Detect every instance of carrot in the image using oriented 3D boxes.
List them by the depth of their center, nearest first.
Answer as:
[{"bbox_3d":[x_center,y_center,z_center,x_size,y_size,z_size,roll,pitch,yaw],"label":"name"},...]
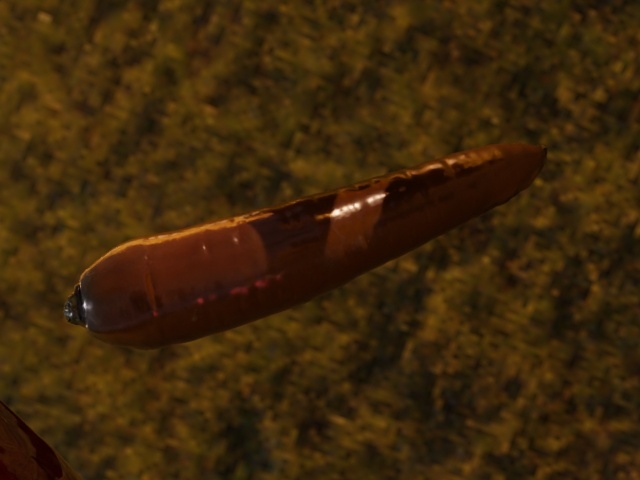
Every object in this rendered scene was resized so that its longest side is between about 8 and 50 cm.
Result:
[{"bbox_3d":[0.001,0.000,0.966,0.066,0.271,0.062,90,160,-64],"label":"carrot"}]

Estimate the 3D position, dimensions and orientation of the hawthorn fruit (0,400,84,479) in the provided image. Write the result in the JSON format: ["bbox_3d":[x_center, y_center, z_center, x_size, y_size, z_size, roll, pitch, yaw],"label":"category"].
[{"bbox_3d":[-0.161,0.126,0.658,0.208,0.208,0.248,-56,3,23],"label":"hawthorn fruit"}]
